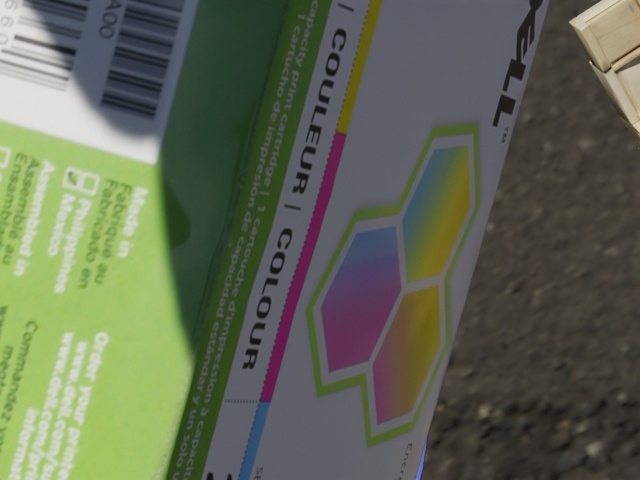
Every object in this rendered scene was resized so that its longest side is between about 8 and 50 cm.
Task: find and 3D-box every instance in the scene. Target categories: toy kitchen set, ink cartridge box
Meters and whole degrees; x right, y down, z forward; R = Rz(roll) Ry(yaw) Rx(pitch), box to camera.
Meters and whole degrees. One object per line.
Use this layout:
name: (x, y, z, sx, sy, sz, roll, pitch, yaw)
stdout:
toy kitchen set: (0.164, -0.070, 0.852, 0.068, 0.075, 0.083, -33, 113, 0)
ink cartridge box: (0.000, 0.000, 0.527, 0.255, 0.097, 0.188, 10, 96, -62)

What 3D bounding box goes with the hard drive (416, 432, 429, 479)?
hard drive: (-0.122, 0.070, 0.736, 0.319, 0.040, 0.210, 12, 56, 0)
